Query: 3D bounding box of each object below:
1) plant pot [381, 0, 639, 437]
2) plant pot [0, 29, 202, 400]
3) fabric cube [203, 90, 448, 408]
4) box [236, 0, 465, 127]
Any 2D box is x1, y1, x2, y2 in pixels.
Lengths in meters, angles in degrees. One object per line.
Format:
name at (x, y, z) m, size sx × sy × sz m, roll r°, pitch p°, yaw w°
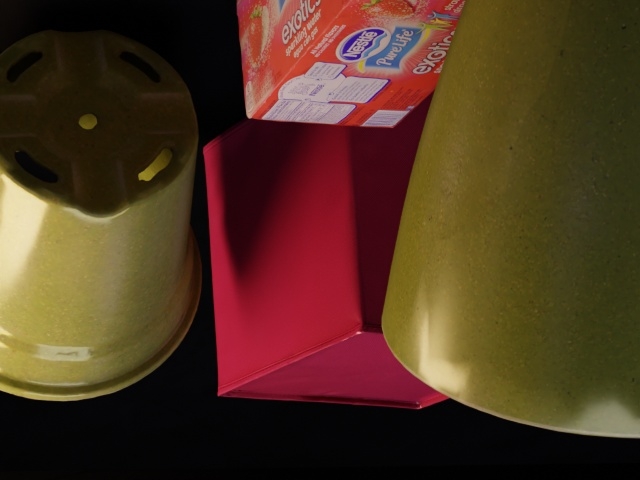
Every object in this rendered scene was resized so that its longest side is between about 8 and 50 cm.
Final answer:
plant pot at (0.180, -0.075, 0.962) m, size 0.275 × 0.293 × 0.275 m, roll 1°, pitch -158°, yaw -1°
plant pot at (-0.215, -0.039, 1.352) m, size 0.276 × 0.276 × 0.254 m, roll 1°, pitch 150°, yaw -16°
fabric cube at (0.061, 0.005, 1.506) m, size 0.259 × 0.258 × 0.254 m, roll 8°, pitch 158°, yaw -34°
box at (0.041, -0.184, 1.125) m, size 0.128 × 0.122 × 0.257 m, roll 1°, pitch 161°, yaw -22°
